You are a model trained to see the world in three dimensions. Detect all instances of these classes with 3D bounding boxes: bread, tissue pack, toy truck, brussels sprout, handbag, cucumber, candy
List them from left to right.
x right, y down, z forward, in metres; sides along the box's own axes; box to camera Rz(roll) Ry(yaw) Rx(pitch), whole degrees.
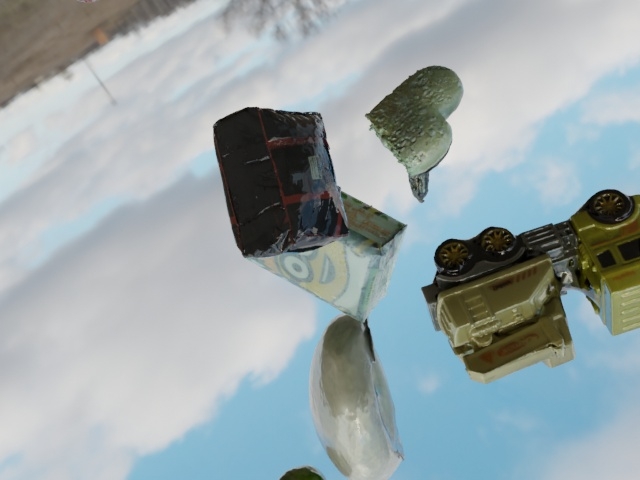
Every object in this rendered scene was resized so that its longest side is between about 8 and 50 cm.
[{"bbox_3d":[-0.052,-0.087,1.341,0.155,0.215,0.169,-13,179,30],"label":"handbag"},{"bbox_3d":[-0.049,0.587,2.048,0.161,0.144,0.181,-39,-160,6],"label":"brussels sprout"},{"bbox_3d":[0.000,0.000,1.855,0.128,0.310,0.228,-47,159,-40],"label":"tissue pack"},{"bbox_3d":[0.068,0.339,1.977,0.186,0.386,0.427,-11,167,-1],"label":"candy"},{"bbox_3d":[0.162,-0.220,1.631,0.172,0.064,0.232,1,-121,32],"label":"bread"},{"bbox_3d":[0.236,-0.234,2.253,0.067,0.294,0.067,-6,-158,2],"label":"cucumber"},{"bbox_3d":[0.383,0.084,1.534,0.405,0.181,0.254,-19,-129,3],"label":"toy truck"}]

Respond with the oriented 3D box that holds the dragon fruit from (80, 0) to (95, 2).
[{"bbox_3d":[-0.330,-0.468,1.256,0.277,0.277,0.342,-23,-172,32],"label":"dragon fruit"}]
